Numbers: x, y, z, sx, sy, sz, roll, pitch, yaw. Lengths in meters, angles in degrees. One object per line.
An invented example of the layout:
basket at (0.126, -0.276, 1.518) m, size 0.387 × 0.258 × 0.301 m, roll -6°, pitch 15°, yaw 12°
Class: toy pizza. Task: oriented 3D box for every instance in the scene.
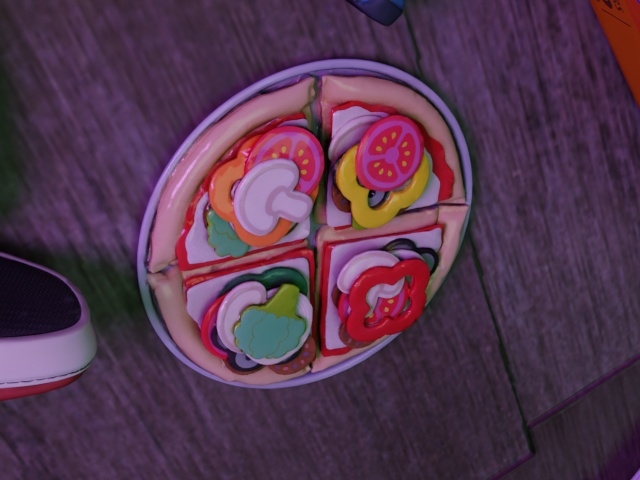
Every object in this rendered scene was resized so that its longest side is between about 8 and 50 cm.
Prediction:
toy pizza at (0.000, 0.000, 0.669) m, size 0.201 × 0.032 × 0.201 m, roll -14°, pitch 124°, yaw -22°

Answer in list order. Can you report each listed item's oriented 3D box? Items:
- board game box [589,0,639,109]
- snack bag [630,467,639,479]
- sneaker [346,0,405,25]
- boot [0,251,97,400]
board game box at (0.350, -0.175, 0.552) m, size 0.356 × 0.356 × 0.356 m, roll -40°, pitch 129°, yaw -2°
snack bag at (0.297, 0.254, 0.987) m, size 0.323 × 0.037 × 0.342 m, roll 26°, pitch 104°, yaw -38°
sneaker at (-0.011, -0.176, 0.533) m, size 0.082 × 0.069 × 0.209 m, roll -49°, pitch 129°, yaw 0°
boot at (-0.228, 0.095, 0.567) m, size 0.244 × 0.088 × 0.176 m, roll -2°, pitch 120°, yaw -19°
